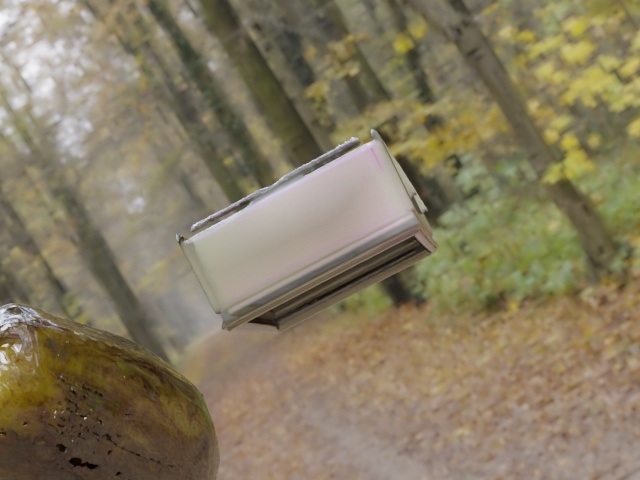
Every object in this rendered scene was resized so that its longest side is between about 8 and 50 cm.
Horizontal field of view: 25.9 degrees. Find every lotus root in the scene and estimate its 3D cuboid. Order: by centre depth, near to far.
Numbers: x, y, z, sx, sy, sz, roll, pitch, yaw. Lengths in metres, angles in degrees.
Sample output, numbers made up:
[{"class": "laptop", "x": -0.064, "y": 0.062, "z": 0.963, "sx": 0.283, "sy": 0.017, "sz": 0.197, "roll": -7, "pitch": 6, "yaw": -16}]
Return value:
[{"class": "lotus root", "x": -0.216, "y": 0.171, "z": 1.237, "sx": 0.195, "sy": 0.179, "sz": 0.397, "roll": -12, "pitch": -28, "yaw": 24}]

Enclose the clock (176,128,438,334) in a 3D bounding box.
[{"class": "clock", "x": 0.000, "y": 0.000, "z": 0.939, "sx": 0.147, "sy": 0.071, "sz": 0.192, "roll": -28, "pitch": -8, "yaw": 5}]
